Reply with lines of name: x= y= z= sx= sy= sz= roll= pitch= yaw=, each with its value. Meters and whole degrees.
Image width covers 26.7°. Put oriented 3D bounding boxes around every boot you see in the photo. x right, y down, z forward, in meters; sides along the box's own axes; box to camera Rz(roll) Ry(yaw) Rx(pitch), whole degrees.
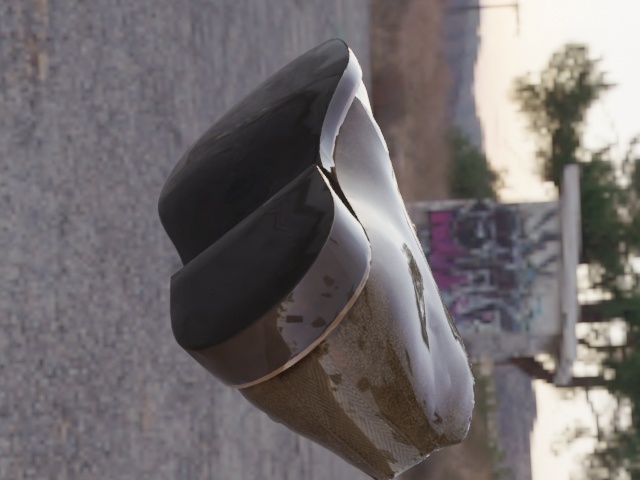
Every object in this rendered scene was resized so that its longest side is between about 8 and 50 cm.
boot: x=0.000 y=0.000 z=0.622 sx=0.115 sy=0.112 sz=0.305 roll=46 pitch=17 yaw=-22
